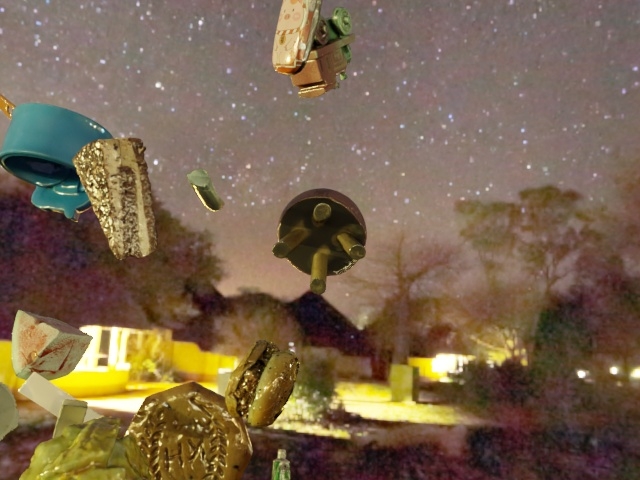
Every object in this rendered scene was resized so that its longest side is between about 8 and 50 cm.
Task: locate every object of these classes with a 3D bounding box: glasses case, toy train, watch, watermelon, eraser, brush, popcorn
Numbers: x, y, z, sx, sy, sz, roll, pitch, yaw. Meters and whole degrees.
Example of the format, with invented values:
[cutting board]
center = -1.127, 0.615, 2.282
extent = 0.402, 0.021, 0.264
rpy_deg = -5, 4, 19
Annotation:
[glasses case]
center = -0.055, -0.543, 1.438
extent = 0.103, 0.267, 0.067
rpy_deg = 15, 4, 42
[toy train]
center = 0.008, -0.578, 1.769
extent = 0.150, 0.222, 0.304
rpy_deg = -1, 28, 34
[watch]
center = -0.593, -0.196, 1.399
extent = 0.304, 0.242, 0.274
rpy_deg = 3, -20, 8
[watermelon]
center = -0.945, 0.342, 2.036
extent = 0.201, 0.262, 0.212
rpy_deg = -34, -31, 18
[eraser]
center = -0.849, 0.551, 1.929
extent = 0.298, 0.076, 0.078
rpy_deg = 40, -26, -16
[brush]
center = -0.935, -0.415, 1.661
extent = 0.314, 0.090, 0.017
rpy_deg = 36, 23, 28
[popcorn]
center = -0.477, 0.505, 1.183
extent = 0.246, 0.282, 0.282
rpy_deg = -21, -3, -19

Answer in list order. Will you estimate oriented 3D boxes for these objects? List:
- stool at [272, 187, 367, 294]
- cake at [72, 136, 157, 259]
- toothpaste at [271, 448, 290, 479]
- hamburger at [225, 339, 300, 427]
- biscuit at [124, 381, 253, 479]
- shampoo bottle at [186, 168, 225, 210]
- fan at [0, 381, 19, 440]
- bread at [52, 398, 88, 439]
[stool]
center = 0.000, 0.000, 1.664
extent = 0.271, 0.272, 0.178
rpy_deg = 3, 18, 2
[cake]
center = -0.425, -0.084, 1.202
extent = 0.135, 0.246, 0.112
rpy_deg = -3, 7, 40
[toothpaste]
center = -0.123, 0.758, 1.740
extent = 0.078, 0.248, 0.047
rpy_deg = 14, -25, -24
[hamburger]
center = -0.110, 0.295, 1.195
extent = 0.113, 0.177, 0.185
rpy_deg = 9, -23, 18
[biscuit]
center = -0.359, 0.560, 1.555
extent = 0.358, 0.360, 0.046
rpy_deg = 3, -5, 2
[shampoo bottle]
center = -0.302, -0.131, 1.549
extent = 0.072, 0.049, 0.212
rpy_deg = 30, -12, 7
[fan]
center = -0.930, 0.365, 1.475
extent = 0.414, 0.012, 0.233
rpy_deg = 44, 28, 26
[bread]
center = -0.693, 0.500, 1.607
extent = 0.068, 0.154, 0.028
rpy_deg = 13, 28, -23
